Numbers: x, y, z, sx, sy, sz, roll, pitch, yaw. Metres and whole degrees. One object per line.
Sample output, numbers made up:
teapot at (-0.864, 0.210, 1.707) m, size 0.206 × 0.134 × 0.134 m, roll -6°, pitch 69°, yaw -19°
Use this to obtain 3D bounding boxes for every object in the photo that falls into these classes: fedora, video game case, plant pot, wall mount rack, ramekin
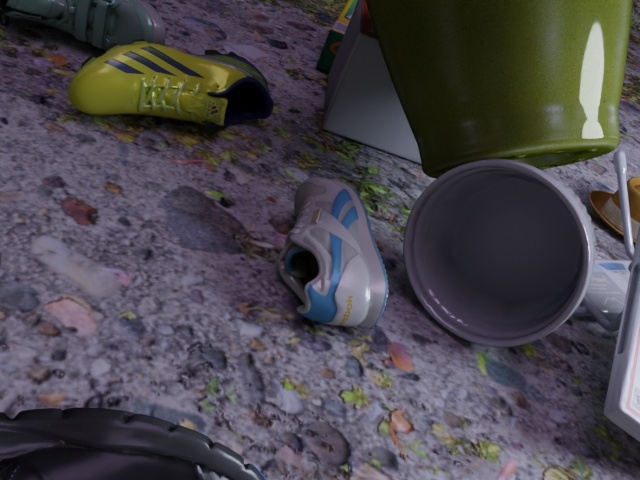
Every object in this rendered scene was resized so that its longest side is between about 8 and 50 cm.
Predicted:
fedora at (0.558, -0.052, 1.235) m, size 0.195 × 0.079 × 0.194 m, roll 17°, pitch 34°, yaw -12°
video game case at (0.420, 0.132, 0.813) m, size 0.204 × 0.025 × 0.285 m, roll 37°, pitch 52°, yaw -8°
plant pot at (0.224, -0.264, 0.904) m, size 0.367 × 0.367 × 0.352 m, roll -4°, pitch 86°, yaw -36°
wall mount rack at (0.414, -0.004, 1.030) m, size 0.350 × 0.130 × 0.304 m, roll 4°, pitch 38°, yaw -29°
ramekin at (0.210, 0.008, 0.825) m, size 0.207 × 0.207 × 0.109 m, roll 38°, pitch 27°, yaw 21°

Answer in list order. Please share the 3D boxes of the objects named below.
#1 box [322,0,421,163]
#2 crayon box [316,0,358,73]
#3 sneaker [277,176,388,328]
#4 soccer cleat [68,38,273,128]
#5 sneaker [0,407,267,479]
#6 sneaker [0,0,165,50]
box at (0.194, -0.239, 1.187) m, size 0.346 × 0.168 × 0.215 m, roll 18°, pitch 34°, yaw -9°
crayon box at (0.103, -0.379, 1.408) m, size 0.166 × 0.081 × 0.278 m, roll 23°, pitch 33°, yaw -2°
sneaker at (0.000, 0.000, 0.805) m, size 0.092 × 0.087 × 0.228 m, roll 7°, pitch 35°, yaw -22°
soccer cleat at (-0.184, -0.196, 0.962) m, size 0.289 × 0.093 × 0.121 m, roll -14°, pitch 55°, yaw -43°
sneaker at (-0.197, 0.170, 0.444) m, size 0.341 × 0.125 × 0.139 m, roll 14°, pitch 62°, yaw -21°
sneaker at (-0.346, -0.312, 1.016) m, size 0.256 × 0.094 × 0.151 m, roll 28°, pitch 26°, yaw 25°
